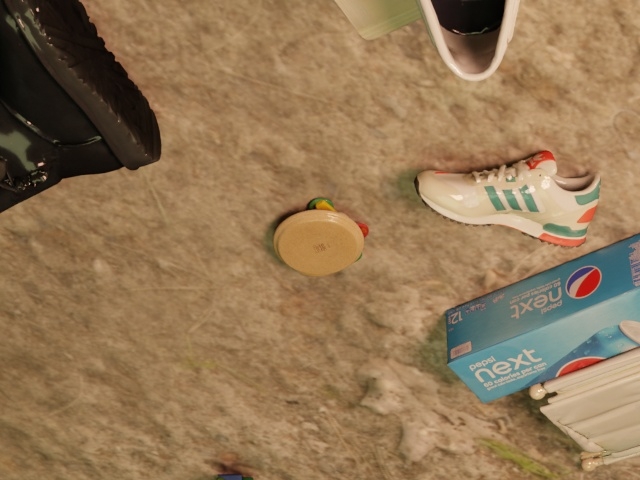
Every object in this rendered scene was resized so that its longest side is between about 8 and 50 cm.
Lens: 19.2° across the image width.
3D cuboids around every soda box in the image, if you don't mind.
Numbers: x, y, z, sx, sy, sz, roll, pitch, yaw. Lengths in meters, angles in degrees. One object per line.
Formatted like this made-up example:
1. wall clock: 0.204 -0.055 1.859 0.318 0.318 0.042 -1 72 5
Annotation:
1. soda box: 0.220 0.071 1.704 0.210 0.067 0.071 -23 131 23

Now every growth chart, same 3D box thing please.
1. growth chart: 0.297 0.157 1.785 0.172 0.021 0.237 -18 149 16

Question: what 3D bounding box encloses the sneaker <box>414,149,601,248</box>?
1. sneaker: 0.161 -0.049 1.599 0.161 0.057 0.075 15 118 -12

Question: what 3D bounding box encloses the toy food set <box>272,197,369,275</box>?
1. toy food set: 0.000 0.000 1.667 0.083 0.020 0.083 -28 129 27

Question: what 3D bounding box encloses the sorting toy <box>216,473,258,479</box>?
1. sorting toy: -0.084 0.266 1.917 0.042 0.061 0.102 0 159 1

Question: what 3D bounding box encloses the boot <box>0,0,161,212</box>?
1. boot: -0.267 -0.111 1.501 0.207 0.094 0.246 -18 139 14

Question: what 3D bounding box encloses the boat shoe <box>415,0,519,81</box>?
1. boat shoe: 0.094 -0.213 1.181 0.095 0.084 0.258 -7 135 9

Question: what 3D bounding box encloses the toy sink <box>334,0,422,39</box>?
1. toy sink: 0.099 -0.269 1.293 0.234 0.152 0.131 -22 131 23
